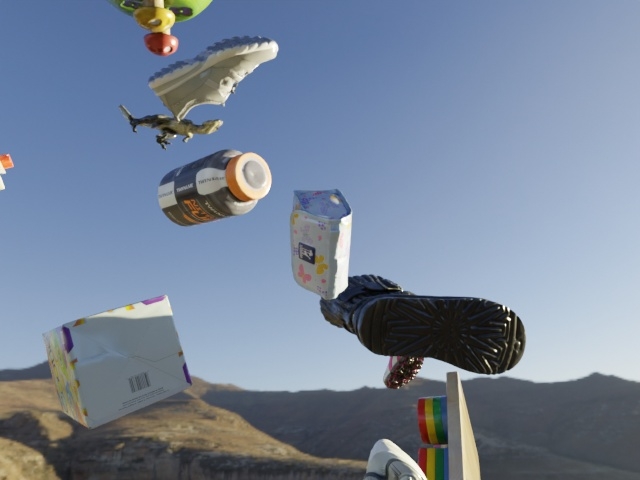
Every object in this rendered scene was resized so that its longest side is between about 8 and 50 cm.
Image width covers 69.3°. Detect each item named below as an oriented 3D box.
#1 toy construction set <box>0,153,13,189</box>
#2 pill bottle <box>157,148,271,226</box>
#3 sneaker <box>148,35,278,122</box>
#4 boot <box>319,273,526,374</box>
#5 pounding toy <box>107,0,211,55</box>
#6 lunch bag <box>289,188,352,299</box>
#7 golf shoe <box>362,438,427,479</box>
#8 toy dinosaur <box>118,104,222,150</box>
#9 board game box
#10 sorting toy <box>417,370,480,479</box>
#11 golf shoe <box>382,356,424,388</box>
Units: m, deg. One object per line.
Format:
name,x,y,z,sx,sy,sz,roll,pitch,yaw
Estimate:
toy construction set,-0.744,-0.082,0.874,0.327,0.151,0.215,-38,2,-29
pill bottle,-0.209,-0.106,0.925,0.245,0.130,0.130,-9,-22,43
sneaker,-0.218,-0.353,0.999,0.281,0.105,0.115,-25,-53,-4
boot,0.188,0.151,0.911,0.348,0.131,0.260,13,-3,-13
pounding toy,-0.215,-0.341,0.671,0.236,0.110,0.183,0,6,21
lunch bag,0.000,0.000,0.390,0.053,0.083,0.071,-3,-65,-10
golf shoe,0.094,0.261,0.416,0.069,0.176,0.086,-23,3,4
toy dinosaur,-0.362,-0.259,1.047,0.268,0.118,0.064,12,-60,7
board game box,-0.335,0.186,0.736,0.144,0.142,0.275,-15,-3,-38
sorting toy,0.245,0.436,0.884,0.089,0.255,0.257,-10,-65,19
golf shoe,0.187,0.232,1.005,0.067,0.186,0.086,29,3,-31
